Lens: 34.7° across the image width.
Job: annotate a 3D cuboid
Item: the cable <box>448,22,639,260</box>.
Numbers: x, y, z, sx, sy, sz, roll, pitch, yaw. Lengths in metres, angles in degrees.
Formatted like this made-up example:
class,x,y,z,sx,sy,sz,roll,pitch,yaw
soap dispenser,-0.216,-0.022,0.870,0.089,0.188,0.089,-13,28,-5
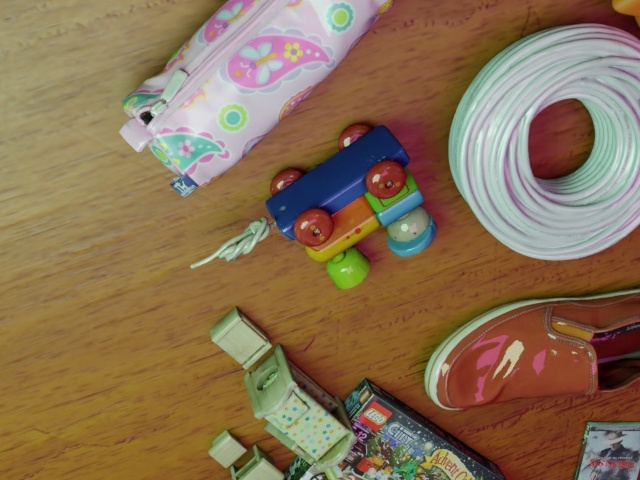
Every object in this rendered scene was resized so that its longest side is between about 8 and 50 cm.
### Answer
class,x,y,z,sx,sy,sz,roll,pitch,yaw
cable,0.265,-0.108,1.106,0.257,0.089,0.257,20,106,-18

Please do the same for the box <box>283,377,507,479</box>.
class,x,y,z,sx,sy,sz,roll,pitch,yaw
box,0.093,0.290,1.246,0.233,0.044,0.159,35,100,-22

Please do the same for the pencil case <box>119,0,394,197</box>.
class,x,y,z,sx,sy,sz,roll,pitch,yaw
pencil case,-0.063,-0.177,0.987,0.284,0.124,0.124,-42,114,5

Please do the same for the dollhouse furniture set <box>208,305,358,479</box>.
class,x,y,z,sx,sy,sz,roll,pitch,yaw
dollhouse furniture set,-0.082,0.202,1.141,0.161,0.101,0.182,-44,113,6

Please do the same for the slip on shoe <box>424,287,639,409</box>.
class,x,y,z,sx,sy,sz,roll,pitch,yaw
slip on shoe,0.284,0.133,1.197,0.331,0.101,0.123,-11,115,-7

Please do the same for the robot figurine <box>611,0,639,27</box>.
class,x,y,z,sx,sy,sz,roll,pitch,yaw
robot figurine,0.413,-0.264,1.056,0.219,0.158,0.128,5,132,-14

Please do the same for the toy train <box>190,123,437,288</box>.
class,x,y,z,sx,sy,sz,roll,pitch,yaw
toy train,0.000,0.000,1.090,0.248,0.105,0.143,-34,127,2

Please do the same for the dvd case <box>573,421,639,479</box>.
class,x,y,z,sx,sy,sz,roll,pitch,yaw
dvd case,0.374,0.289,1.325,0.087,0.013,0.119,3,109,-14
